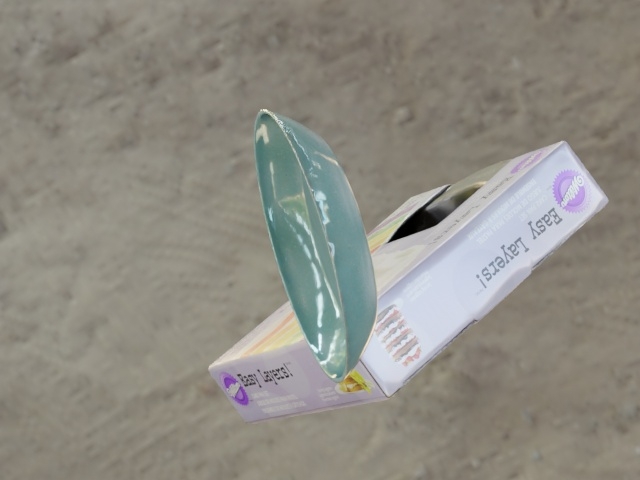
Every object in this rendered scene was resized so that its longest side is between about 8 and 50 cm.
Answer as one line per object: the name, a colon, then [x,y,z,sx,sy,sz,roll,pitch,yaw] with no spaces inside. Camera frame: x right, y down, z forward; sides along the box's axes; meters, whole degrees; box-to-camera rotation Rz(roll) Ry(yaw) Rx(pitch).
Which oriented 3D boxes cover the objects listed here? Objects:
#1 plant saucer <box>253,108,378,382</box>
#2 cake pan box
plant saucer: [0.000,0.000,0.737,0.021,0.119,0.119,-16,36,-12]
cake pan box: [0.067,0.035,1.366,0.267,0.070,0.246,-39,10,-26]
